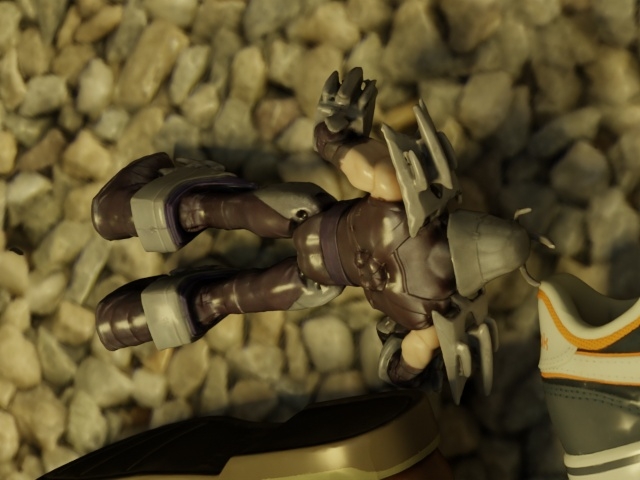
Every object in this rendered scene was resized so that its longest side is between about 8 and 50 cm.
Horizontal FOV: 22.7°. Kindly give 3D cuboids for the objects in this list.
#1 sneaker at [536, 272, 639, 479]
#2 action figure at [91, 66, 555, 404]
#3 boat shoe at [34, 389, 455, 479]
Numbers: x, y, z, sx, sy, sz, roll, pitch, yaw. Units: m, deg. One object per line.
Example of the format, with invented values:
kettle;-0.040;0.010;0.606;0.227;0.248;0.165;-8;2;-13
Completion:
sneaker;0.245;0.027;0.750;0.321;0.126;0.127;-21;87;27
action figure;0.000;0.000;0.877;0.285;0.099;0.185;-1;105;35
boat shoe;-0.052;0.159;0.890;0.307;0.111;0.104;-12;100;47
